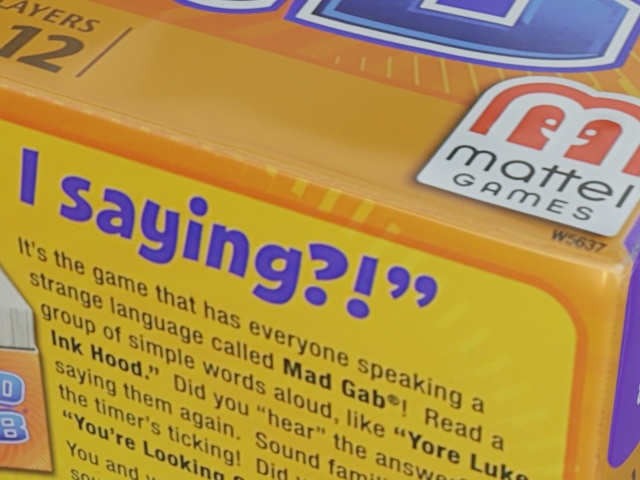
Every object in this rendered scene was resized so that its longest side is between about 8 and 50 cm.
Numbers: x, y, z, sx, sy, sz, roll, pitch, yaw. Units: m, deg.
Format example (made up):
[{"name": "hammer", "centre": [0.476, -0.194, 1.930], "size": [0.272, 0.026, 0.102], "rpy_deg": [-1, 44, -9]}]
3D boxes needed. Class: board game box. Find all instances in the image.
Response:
[{"name": "board game box", "centre": [0.000, 0.000, 0.720], "size": [0.357, 0.356, 0.356], "rpy_deg": [18, 42, 22]}]
